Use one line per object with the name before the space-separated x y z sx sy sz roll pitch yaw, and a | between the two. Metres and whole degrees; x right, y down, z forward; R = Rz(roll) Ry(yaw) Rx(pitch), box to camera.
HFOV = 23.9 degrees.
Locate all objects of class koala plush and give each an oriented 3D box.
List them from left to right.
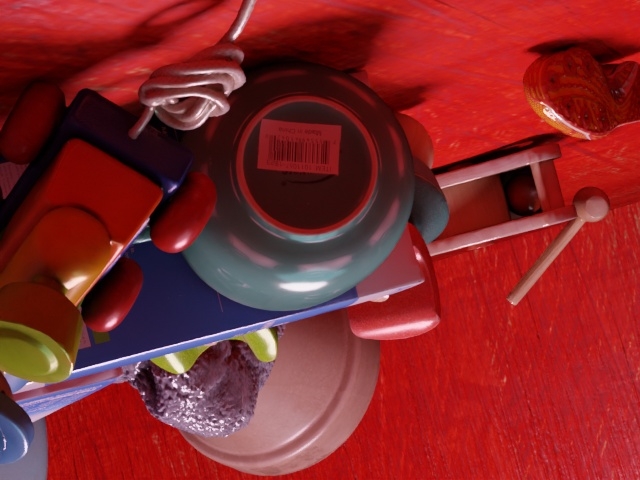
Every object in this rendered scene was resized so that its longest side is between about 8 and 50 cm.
koala plush | -0.165 0.078 1.381 0.221 0.203 0.196 -4 -178 34

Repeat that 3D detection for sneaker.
sneaker | 0.174 -0.097 1.056 0.067 0.064 0.175 -7 177 29

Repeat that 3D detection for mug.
mug | -0.024 -0.022 0.812 0.158 0.129 0.097 -43 180 -14

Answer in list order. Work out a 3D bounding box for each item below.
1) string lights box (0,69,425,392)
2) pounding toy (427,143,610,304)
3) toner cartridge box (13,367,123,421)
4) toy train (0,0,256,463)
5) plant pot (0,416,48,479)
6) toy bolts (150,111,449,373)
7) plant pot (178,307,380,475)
string lights box | -0.084 -0.003 0.890 0.260 0.133 0.077 -14 175 -12
pounding toy | 0.178 -0.006 1.519 0.270 0.154 0.154 -14 179 -7
toner cartridge box | -0.328 0.121 1.113 0.165 0.075 0.348 -26 170 38
toy train | -0.111 0.000 0.685 0.105 0.143 0.248 31 138 -14
plant pot | -0.387 0.230 1.485 0.272 0.255 0.271 -16 157 -7
toy bolts | -0.028 -0.032 1.048 0.228 0.158 0.218 -7 137 18
plant pot | -0.100 0.107 1.611 0.263 0.263 0.229 -17 158 24
